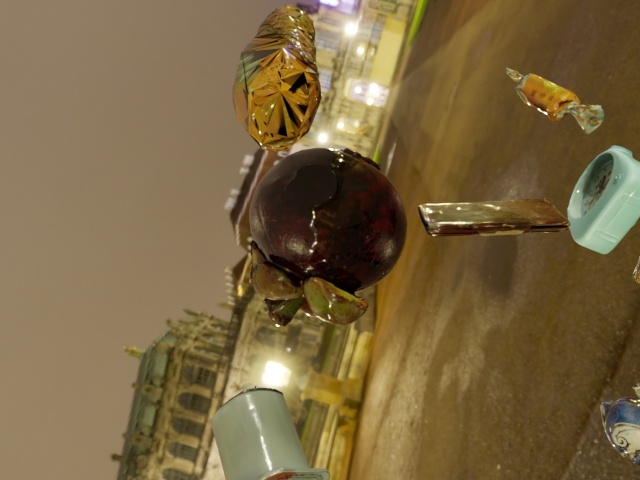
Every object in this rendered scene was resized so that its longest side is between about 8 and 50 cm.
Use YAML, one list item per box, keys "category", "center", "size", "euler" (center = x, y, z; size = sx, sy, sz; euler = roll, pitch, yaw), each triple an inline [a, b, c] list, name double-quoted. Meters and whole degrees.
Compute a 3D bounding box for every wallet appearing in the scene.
- category: "wallet"
  center: [0.284, -0.037, 0.949]
  size: [0.122, 0.232, 0.031]
  euler: [-87, -4, -66]

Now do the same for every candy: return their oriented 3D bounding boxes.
- category: "candy"
  center: [0.326, -0.200, 0.804]
  size: [0.046, 0.053, 0.182]
  euler: [-55, 40, 15]

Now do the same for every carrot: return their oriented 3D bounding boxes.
- category: "carrot"
  center: [-0.030, -0.140, 0.456]
  size: [0.228, 0.069, 0.068]
  euler: [-91, 13, -57]

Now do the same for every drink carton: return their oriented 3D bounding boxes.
- category: "drink carton"
  center: [-0.112, 0.402, 1.064]
  size: [0.185, 0.191, 0.189]
  euler: [-49, 47, 19]

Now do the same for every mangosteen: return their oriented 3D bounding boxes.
- category: "mangosteen"
  center: [0.004, -0.017, 1.304]
  size: [0.381, 0.381, 0.421]
  euler: [102, -168, -60]

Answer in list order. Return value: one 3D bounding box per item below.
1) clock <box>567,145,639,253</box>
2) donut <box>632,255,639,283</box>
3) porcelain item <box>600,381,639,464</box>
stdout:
- category: "clock"
  center: [0.706, -0.117, 1.387]
  size: [0.274, 0.094, 0.223]
  euler: [-63, -2, -55]
- category: "donut"
  center: [0.995, 0.056, 1.394]
  size: [0.259, 0.345, 0.136]
  euler: [-27, -60, -30]
- category: "porcelain item"
  center: [0.739, 0.369, 1.224]
  size: [0.288, 0.138, 0.186]
  euler: [-47, 57, 51]
